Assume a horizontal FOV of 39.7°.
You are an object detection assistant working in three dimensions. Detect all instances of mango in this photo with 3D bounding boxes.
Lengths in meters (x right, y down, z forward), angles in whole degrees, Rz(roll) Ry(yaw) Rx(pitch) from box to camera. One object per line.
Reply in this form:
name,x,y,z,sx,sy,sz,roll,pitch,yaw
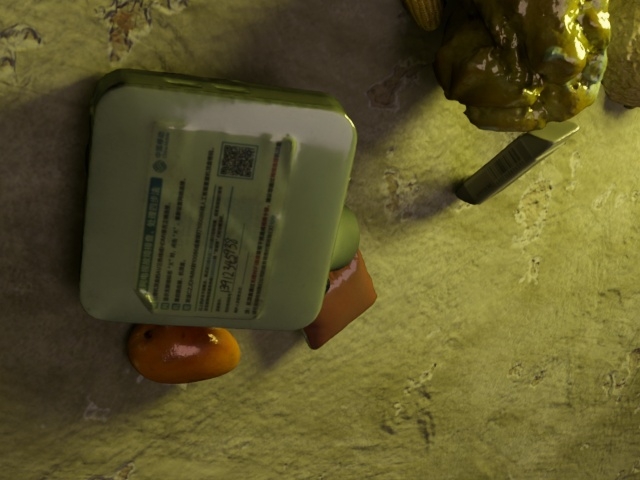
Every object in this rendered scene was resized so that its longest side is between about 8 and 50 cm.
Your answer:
mango,-0.231,0.199,1.556,0.217,0.102,0.141,15,112,-41

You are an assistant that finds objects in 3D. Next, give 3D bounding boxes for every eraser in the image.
eraser,0.369,-0.149,1.709,0.089,0.061,0.352,-31,173,-24

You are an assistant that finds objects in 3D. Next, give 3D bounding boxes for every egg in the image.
egg,0.650,-0.424,1.769,0.279,0.279,0.311,-26,108,-25

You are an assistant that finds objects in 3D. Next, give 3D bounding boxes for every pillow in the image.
pillow,0.020,0.109,1.722,0.179,0.075,0.171,-38,134,-15

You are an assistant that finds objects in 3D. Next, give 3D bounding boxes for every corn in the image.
corn,0.163,-0.442,1.501,0.072,0.072,0.203,-44,137,-9

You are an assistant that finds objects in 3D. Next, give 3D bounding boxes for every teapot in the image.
teapot,0.000,0.000,1.594,0.149,0.162,0.239,-2,107,-52

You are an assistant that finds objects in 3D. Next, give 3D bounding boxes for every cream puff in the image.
cream puff,0.320,-0.354,1.508,0.275,0.378,0.378,-13,128,-1

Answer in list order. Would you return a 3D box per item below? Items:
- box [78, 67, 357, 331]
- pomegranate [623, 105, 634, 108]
box,-0.168,-0.051,1.374,0.396,0.111,0.396,5,115,-16
pomegranate,0.768,-0.385,1.961,0.247,0.202,0.202,-34,140,21
